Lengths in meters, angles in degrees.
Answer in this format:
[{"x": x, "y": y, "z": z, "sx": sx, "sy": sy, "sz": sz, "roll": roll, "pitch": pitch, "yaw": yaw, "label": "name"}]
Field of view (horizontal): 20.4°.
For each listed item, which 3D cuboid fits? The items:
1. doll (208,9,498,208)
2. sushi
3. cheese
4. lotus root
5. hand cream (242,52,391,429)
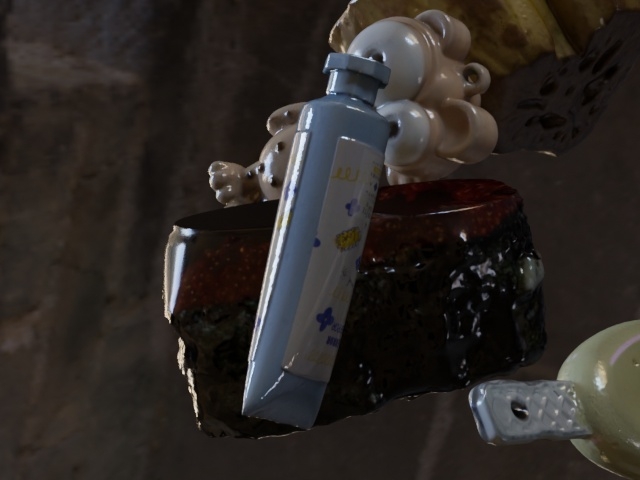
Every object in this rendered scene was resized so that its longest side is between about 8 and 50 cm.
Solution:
[{"x": 0.027, "y": -0.080, "z": 1.525, "sx": 0.278, "sy": 0.119, "sz": 0.154, "roll": -37, "pitch": 65, "yaw": 23, "label": "doll"}, {"x": 0.020, "y": 0.038, "z": 1.051, "sx": 0.225, "sy": 0.136, "sz": 0.126, "roll": -8, "pitch": 101, "yaw": -9, "label": "sushi"}, {"x": 0.187, "y": 0.114, "z": 1.244, "sx": 0.050, "sy": 0.235, "sz": 0.127, "roll": -32, "pitch": 65, "yaw": 39, "label": "cheese"}, {"x": 0.191, "y": -0.232, "z": 1.759, "sx": 0.316, "sy": 0.316, "sz": 0.250, "roll": -48, "pitch": 69, "yaw": 21, "label": "lotus root"}, {"x": 0.000, "y": 0.000, "z": 0.809, "sx": 0.043, "sy": 0.065, "sz": 0.170, "roll": 7, "pitch": 82, "yaw": 30, "label": "hand cream"}]
